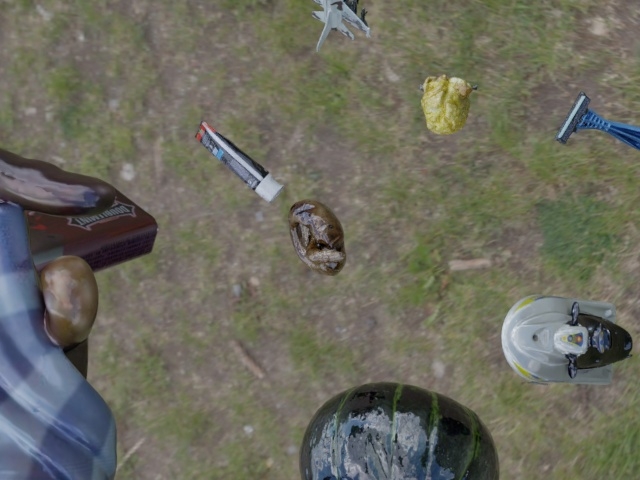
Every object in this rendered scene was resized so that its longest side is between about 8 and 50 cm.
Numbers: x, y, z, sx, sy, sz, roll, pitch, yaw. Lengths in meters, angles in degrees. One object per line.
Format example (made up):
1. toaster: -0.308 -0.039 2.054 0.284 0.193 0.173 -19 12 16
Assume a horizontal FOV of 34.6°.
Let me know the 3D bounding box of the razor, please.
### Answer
1. razor: 0.466 -0.169 1.590 0.042 0.253 0.082 52 124 50

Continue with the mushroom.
1. mushroom: 0.002 -0.001 1.686 0.080 0.170 0.135 -27 118 -8

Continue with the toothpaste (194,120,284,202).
1. toothpaste: -0.153 -0.148 1.906 0.193 0.045 0.071 40 153 2

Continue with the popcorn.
1. popcorn: 0.172 -0.181 1.326 0.084 0.084 0.084 4 98 27

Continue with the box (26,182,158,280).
1. box: -0.325 -0.004 1.295 0.120 0.224 0.069 36 122 26

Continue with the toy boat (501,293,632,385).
1. toy boat: 0.377 0.151 1.533 0.140 0.269 0.141 -6 80 35

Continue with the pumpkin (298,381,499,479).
1. pumpkin: 0.123 0.365 1.645 0.323 0.241 0.323 11 141 9

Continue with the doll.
1. doll: -0.236 0.132 0.620 0.317 0.209 0.340 -26 71 12

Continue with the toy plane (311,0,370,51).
1. toy plane: 0.026 -0.423 1.792 0.160 0.082 0.234 33 155 9
